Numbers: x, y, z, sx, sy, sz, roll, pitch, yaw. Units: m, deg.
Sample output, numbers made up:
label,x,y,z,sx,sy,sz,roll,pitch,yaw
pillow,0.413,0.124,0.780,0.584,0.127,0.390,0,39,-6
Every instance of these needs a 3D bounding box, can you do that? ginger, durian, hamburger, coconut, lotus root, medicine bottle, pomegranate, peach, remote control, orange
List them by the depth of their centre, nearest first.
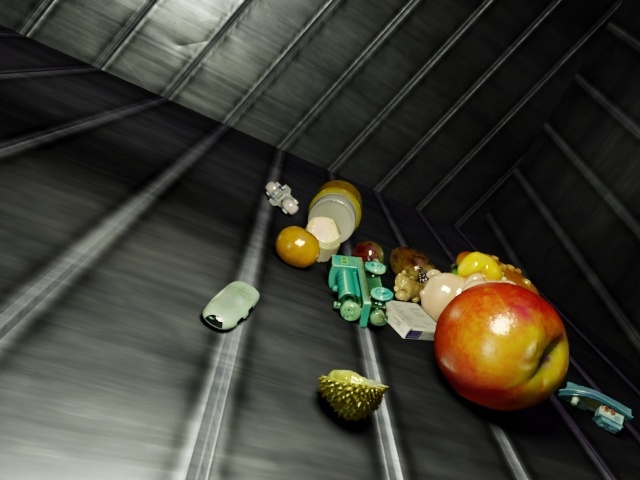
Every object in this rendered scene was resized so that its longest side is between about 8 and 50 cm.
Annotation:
label,x,y,z,sx,sy,sz,roll,pitch,yaw
durian,0.063,0.332,1.166,0.146,0.102,0.208,12,-10,5
remote control,-0.211,0.153,1.317,0.097,0.045,0.256,29,19,1
peach,0.500,0.294,1.544,0.388,0.388,0.388,26,16,-8
orange,-0.073,0.019,1.805,0.156,0.124,0.156,23,19,-8
medicine bottle,0.301,0.264,1.811,0.201,0.052,0.171,12,23,-43
coconut,0.000,0.000,1.958,0.147,0.153,0.147,9,54,-13
ginger,0.342,0.182,2.066,0.205,0.081,0.115,11,35,-47
pomegranate,0.177,0.059,2.097,0.129,0.129,0.159,20,12,-28
hamburger,0.693,0.221,2.185,0.396,0.277,0.396,25,17,-8
lotus root,0.380,0.107,2.249,0.169,0.141,0.314,22,16,-34
medicine bottle,0.061,-0.119,2.262,0.224,0.224,0.384,28,16,-1

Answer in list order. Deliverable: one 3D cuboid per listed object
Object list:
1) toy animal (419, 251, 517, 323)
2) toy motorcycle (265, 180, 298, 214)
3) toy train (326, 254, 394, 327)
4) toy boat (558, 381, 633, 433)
label,x,y,z,sx,sy,sz,roll,pitch,yaw
toy animal,0.530,0.196,1.858,0.345,0.277,0.247,5,18,-4
toy motorcycle,-0.161,-0.178,2.336,0.112,0.112,0.254,16,19,-37
toy train,0.121,0.158,1.715,0.194,0.120,0.298,6,27,-6
toy boat,0.940,0.578,1.862,0.238,0.109,0.098,26,60,16
